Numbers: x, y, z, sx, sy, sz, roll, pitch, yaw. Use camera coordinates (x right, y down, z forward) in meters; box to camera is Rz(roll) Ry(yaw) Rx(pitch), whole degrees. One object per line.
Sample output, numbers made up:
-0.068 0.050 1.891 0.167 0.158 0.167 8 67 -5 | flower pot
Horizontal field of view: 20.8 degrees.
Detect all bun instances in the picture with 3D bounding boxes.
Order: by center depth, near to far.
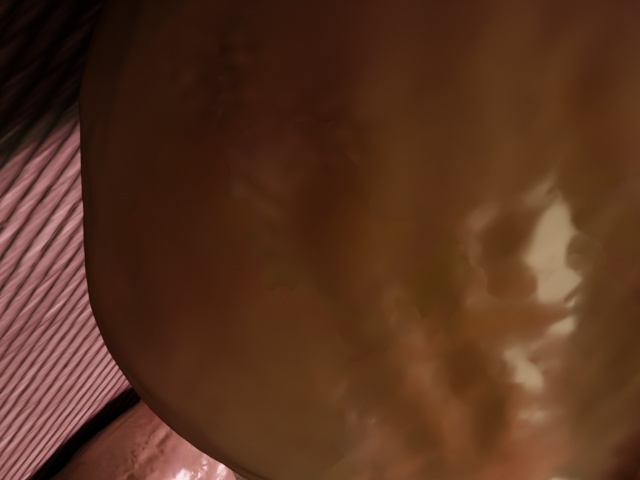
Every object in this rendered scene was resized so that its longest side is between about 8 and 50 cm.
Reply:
-0.136 0.204 1.122 0.237 0.116 0.210 -54 170 35 | bun

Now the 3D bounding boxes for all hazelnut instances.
0.052 -0.026 0.518 0.261 0.241 0.261 -7 -168 2 | hazelnut
